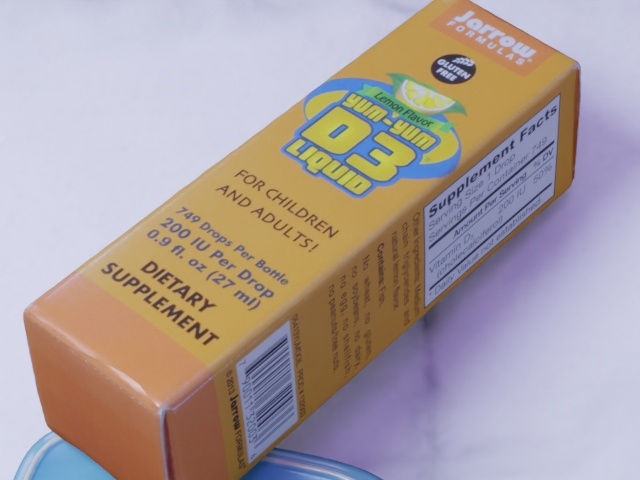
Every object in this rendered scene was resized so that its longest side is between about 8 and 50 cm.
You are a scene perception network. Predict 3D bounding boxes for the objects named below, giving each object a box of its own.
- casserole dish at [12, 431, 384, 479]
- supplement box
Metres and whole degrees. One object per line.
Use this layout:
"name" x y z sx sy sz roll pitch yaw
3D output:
"casserole dish" -0.047 0.122 0.725 0.188 0.037 0.114 8 59 14
"supplement box" 0.000 0.000 0.747 0.078 0.080 0.233 33 55 29
